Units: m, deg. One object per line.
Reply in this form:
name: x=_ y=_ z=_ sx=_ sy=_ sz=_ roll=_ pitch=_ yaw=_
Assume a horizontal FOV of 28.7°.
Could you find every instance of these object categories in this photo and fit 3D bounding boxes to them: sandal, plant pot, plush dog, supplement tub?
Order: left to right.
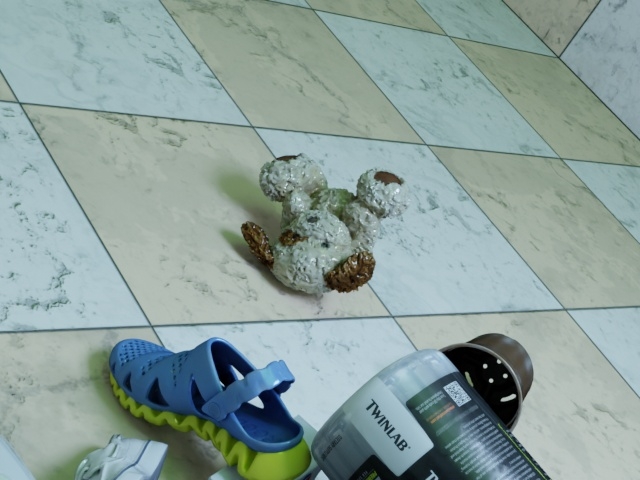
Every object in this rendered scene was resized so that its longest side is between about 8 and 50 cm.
sandal: x=-0.136 y=0.179 z=1.566 sx=0.317 sy=0.138 sz=0.126 roll=19 pitch=25 yaw=31
plush dog: x=0.000 y=0.000 z=2.040 sx=0.262 sy=0.210 sz=0.225 roll=13 pitch=39 yaw=20
supplement tub: x=0.164 y=0.311 z=1.477 sx=0.338 sy=0.207 sz=0.207 roll=49 pitch=32 yaw=18
plant pot: x=0.251 y=0.223 z=1.948 sx=0.167 sy=0.167 sz=0.165 roll=41 pitch=21 yaw=12

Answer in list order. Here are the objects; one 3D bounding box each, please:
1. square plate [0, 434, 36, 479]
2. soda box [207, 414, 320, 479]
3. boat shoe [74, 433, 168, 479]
square plate: x=-0.346 y=0.362 z=1.182 sx=0.344 sy=0.049 sz=0.347 roll=46 pitch=41 yaw=18
soda box: x=-0.070 y=0.302 z=1.584 sx=0.074 sy=0.069 sz=0.216 roll=41 pitch=29 yaw=14
boat shoe: x=-0.238 y=0.278 z=1.401 sx=0.084 sy=0.095 sz=0.258 roll=18 pitch=3 yaw=2
